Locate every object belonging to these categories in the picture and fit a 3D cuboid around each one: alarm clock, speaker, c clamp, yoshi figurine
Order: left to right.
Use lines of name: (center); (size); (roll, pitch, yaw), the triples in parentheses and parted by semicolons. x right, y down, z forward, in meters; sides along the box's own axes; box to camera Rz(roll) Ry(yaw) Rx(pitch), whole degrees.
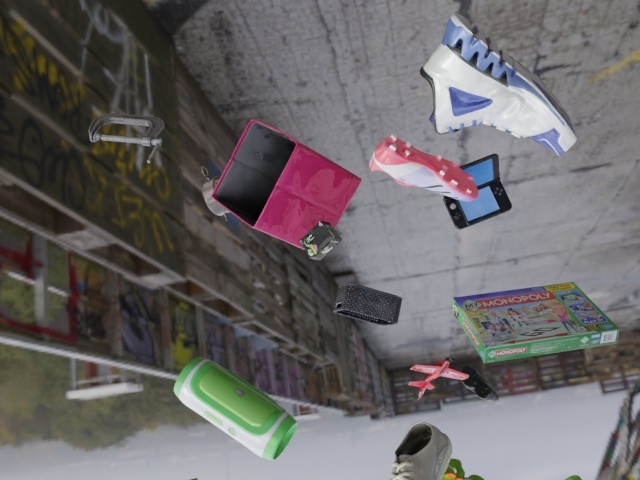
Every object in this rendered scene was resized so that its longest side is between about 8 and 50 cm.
c clamp: (-0.359, -0.199, 1.296); (0.161, 0.137, 0.022); (10, 132, 12)
alarm clock: (-0.351, -0.164, 2.355); (0.064, 0.192, 0.129); (-19, -161, 20)
speaker: (-0.206, 0.404, 1.702); (0.297, 0.131, 0.131); (30, 171, 16)
yoshi figurine: (0.430, 0.842, 2.364); (0.362, 0.203, 0.203); (31, -170, -22)

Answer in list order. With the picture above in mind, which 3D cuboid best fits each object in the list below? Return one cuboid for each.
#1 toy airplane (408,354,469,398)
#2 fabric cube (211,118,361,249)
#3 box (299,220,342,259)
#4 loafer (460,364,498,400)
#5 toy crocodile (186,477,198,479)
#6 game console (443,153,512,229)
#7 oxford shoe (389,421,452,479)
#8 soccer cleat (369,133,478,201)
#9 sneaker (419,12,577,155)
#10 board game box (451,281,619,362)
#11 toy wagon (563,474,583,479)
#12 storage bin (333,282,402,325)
toy airplane: (0.261, 0.310, 1.608); (0.151, 0.028, 0.151); (-5, 133, -5)
fabric cube: (-0.095, -0.148, 1.959); (0.258, 0.259, 0.254); (23, -173, -41)
box: (0.000, 0.000, 1.793); (0.083, 0.062, 0.052); (-43, 154, 20)
loafer: (0.513, 0.468, 2.282); (0.061, 0.170, 0.062); (33, 101, -31)
toy crocodile: (-0.396, 0.867, 2.124); (0.115, 0.340, 0.105); (3, -165, -16)
game console: (0.360, -0.111, 1.617); (0.144, 0.124, 0.085); (-21, 166, -2)
oxford shoe: (0.235, 0.669, 1.891); (0.169, 0.130, 0.449); (-24, -159, 38)
soccer cleat: (0.227, -0.144, 1.538); (0.248, 0.083, 0.095); (25, 136, -12)
sneaker: (0.306, -0.254, 1.307); (0.315, 0.127, 0.182); (38, 121, -10)
board game box: (0.495, 0.187, 1.649); (0.317, 0.213, 0.046); (-7, 119, -8)
toy wagon: (0.567, 0.711, 1.616); (0.344, 0.267, 0.068); (-36, 124, 3)
storage bin: (0.143, 0.195, 2.125); (0.180, 0.084, 0.122); (16, 165, -15)
